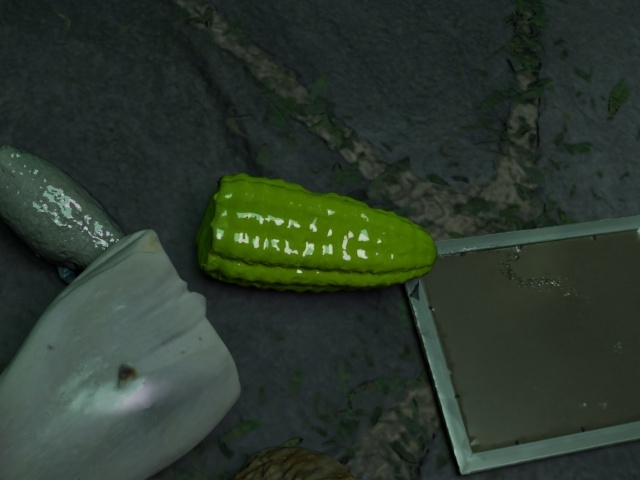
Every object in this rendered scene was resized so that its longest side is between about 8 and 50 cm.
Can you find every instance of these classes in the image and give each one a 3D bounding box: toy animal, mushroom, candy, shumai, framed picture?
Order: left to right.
[{"bbox_3d":[-0.259,-0.053,0.737,0.253,0.079,0.070,38,60,9],"label":"toy animal"},{"bbox_3d":[-0.204,0.139,0.634,0.329,0.122,0.159,-37,63,-24],"label":"mushroom"},{"bbox_3d":[-0.007,0.228,0.637,0.116,0.145,0.145,49,53,-33],"label":"shumai"},{"bbox_3d":[0.000,0.000,0.763,0.209,0.097,0.096,8,61,-11],"label":"candy"},{"bbox_3d":[0.218,0.085,0.808,0.273,0.016,0.216,-6,65,-15],"label":"framed picture"}]
